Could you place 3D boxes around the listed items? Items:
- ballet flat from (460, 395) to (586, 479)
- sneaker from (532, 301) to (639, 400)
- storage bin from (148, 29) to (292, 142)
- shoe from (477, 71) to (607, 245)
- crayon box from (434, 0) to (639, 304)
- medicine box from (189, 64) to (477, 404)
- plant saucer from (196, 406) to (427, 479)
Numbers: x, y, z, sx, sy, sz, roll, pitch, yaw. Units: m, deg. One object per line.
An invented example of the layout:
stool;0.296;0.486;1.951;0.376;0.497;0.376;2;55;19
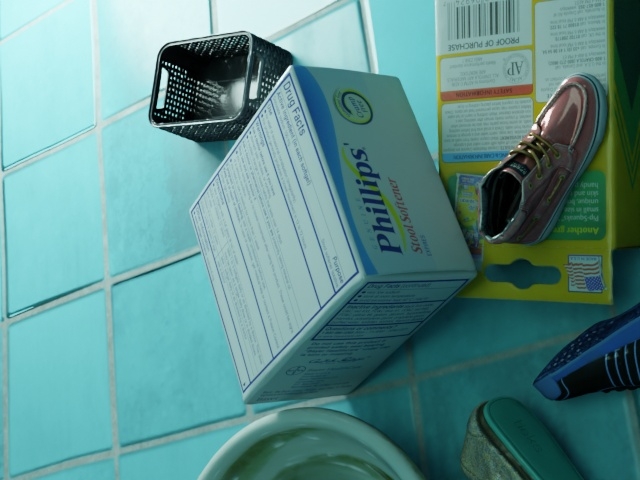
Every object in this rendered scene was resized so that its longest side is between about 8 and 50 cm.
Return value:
ballet flat;0.239;0.290;1.075;0.316;0.108;0.106;55;134;40
sneaker;0.305;0.113;1.064;0.090;0.081;0.232;50;133;1
storage bin;-0.135;-0.203;1.499;0.180;0.084;0.122;0;79;40
shoe;0.208;-0.075;1.058;0.063;0.081;0.178;33;113;33
crayon box;0.223;-0.101;1.150;0.203;0.083;0.322;1;93;40
medicine box;0.000;0.000;1.240;0.289;0.149;0.263;-48;51;45
plant saucer;0.002;0.387;1.229;0.401;0.101;0.400;-11;72;37
